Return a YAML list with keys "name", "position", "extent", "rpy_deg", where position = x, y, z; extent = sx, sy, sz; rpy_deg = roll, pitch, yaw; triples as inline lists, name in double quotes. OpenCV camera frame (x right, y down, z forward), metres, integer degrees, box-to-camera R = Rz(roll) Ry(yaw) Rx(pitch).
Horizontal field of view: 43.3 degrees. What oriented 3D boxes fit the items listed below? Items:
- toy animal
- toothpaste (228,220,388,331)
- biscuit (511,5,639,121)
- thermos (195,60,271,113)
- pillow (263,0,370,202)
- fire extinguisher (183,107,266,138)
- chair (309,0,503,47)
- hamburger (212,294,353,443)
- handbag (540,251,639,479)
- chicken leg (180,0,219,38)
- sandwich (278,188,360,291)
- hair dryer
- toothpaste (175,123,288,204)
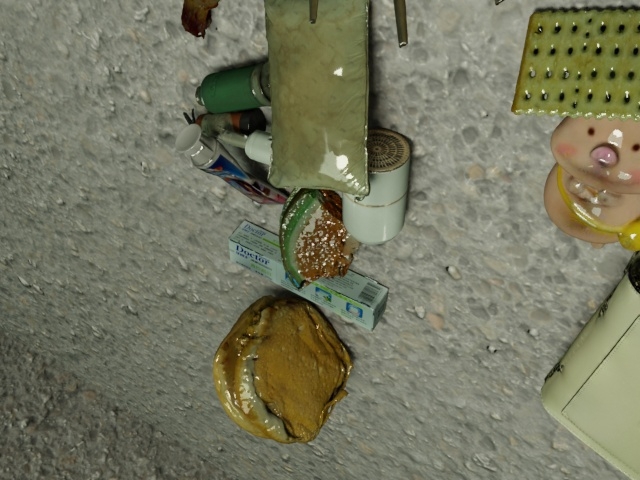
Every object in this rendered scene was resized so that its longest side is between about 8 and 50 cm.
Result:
- name: "toy animal"
  position: [0.366, -0.084, 1.029]
  extent: [0.165, 0.149, 0.248]
  rpy_deg: [19, 134, 12]
- name: "toothpaste"
  position: [-0.028, 0.067, 1.609]
  extent: [0.336, 0.067, 0.081]
  rpy_deg: [26, 144, 18]
- name: "biscuit"
  position: [0.342, -0.206, 0.935]
  extent: [0.231, 0.139, 0.016]
  rpy_deg: [10, 178, 34]
- name: "thermos"
  position: [-0.135, -0.253, 1.346]
  extent: [0.187, 0.083, 0.073]
  rpy_deg: [1, 109, 42]
- name: "pillow"
  position: [-0.008, -0.210, 1.189]
  extent: [0.184, 0.075, 0.303]
  rpy_deg: [8, 107, 32]
- name: "fire extinguisher"
  position: [-0.177, -0.209, 1.444]
  extent: [0.177, 0.050, 0.062]
  rpy_deg: [4, 120, 37]
- name: "chair"
  position: [0.093, -0.388, 0.923]
  extent: [0.188, 0.166, 0.272]
  rpy_deg: [-11, 80, 48]
- name: "hamburger"
  position: [-0.080, 0.275, 1.694]
  extent: [0.158, 0.319, 0.319]
  rpy_deg: [-16, 119, 47]
- name: "handbag"
  position: [0.499, 0.190, 1.209]
  extent: [0.236, 0.160, 0.359]
  rpy_deg: [34, 144, 16]
- name: "chicken leg"
  position: [-0.204, -0.444, 1.187]
  extent: [0.177, 0.083, 0.323]
  rpy_deg: [13, 137, 44]
- name: "sandwich"
  position: [-0.011, 0.004, 1.467]
  extent: [0.159, 0.079, 0.235]
  rpy_deg: [27, 124, 1]
- name: "hair dryer"
  position: [-0.024, -0.125, 1.342]
  extent: [0.357, 0.108, 0.173]
  rpy_deg: [21, 139, 19]
- name: "toothpaste"
  position: [-0.151, -0.119, 1.456]
  extent: [0.096, 0.061, 0.266]
  rpy_deg: [5, 159, 39]
